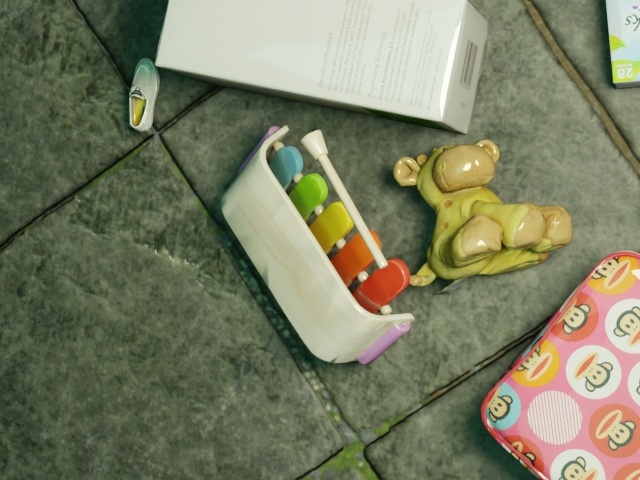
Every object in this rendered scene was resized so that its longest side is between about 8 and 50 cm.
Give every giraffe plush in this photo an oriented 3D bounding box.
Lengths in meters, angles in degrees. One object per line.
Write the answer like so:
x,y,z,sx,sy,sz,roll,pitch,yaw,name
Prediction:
0.184,-0.046,1.663,0.210,0.181,0.170,-30,68,47,giraffe plush

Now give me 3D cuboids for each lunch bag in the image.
0.365,0.183,1.610,0.258,0.120,0.293,42,99,12,lunch bag

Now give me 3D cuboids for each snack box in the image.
0.430,-0.295,1.626,0.174,0.070,0.207,-6,89,14,snack box

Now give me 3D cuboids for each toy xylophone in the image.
0.000,0.000,1.683,0.236,0.081,0.322,-36,79,47,toy xylophone

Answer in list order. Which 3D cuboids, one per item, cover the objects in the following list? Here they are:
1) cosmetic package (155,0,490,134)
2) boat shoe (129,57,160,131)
0.007,-0.244,1.678,0.366,0.197,0.155,12,93,17,cosmetic package
-0.241,-0.197,1.827,0.035,0.035,0.100,9,92,16,boat shoe
